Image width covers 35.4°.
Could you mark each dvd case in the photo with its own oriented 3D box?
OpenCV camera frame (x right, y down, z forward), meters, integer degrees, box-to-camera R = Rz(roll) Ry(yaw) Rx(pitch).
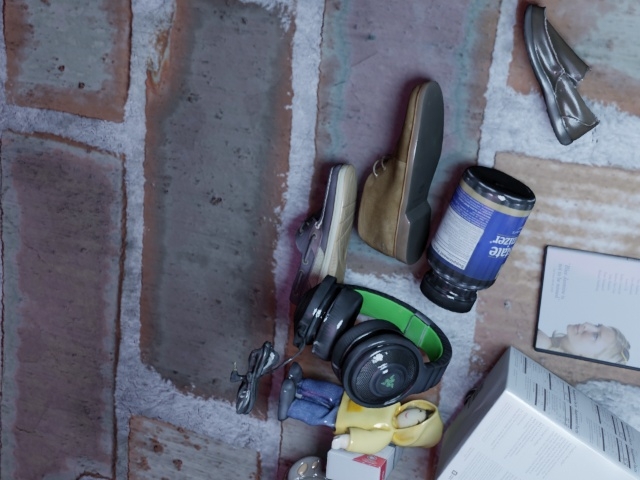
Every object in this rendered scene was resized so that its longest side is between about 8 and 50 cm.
[{"bbox_3d":[0.471,0.114,1.581,0.253,0.022,0.180,9,107,21],"label":"dvd case"}]

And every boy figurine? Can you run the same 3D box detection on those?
[{"bbox_3d":[0.069,0.302,1.725,0.285,0.177,0.092,14,123,13],"label":"boy figurine"}]

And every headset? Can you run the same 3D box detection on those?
[{"bbox_3d":[0.035,0.180,1.588,0.243,0.394,0.185,39,115,35],"label":"headset"}]

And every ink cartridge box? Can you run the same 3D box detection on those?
[{"bbox_3d":[0.081,0.376,1.761,0.099,0.135,0.056,13,112,21],"label":"ink cartridge box"}]

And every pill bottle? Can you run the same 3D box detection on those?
[{"bbox_3d":[0.243,0.001,1.596,0.122,0.123,0.219,29,114,15],"label":"pill bottle"}]

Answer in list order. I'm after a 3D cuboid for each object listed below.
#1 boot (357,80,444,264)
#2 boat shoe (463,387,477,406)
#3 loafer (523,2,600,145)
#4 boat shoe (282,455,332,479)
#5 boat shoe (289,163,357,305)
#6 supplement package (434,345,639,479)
[{"bbox_3d":[0.126,-0.117,1.633,0.115,0.112,0.305,21,114,29],"label":"boot"},{"bbox_3d":[0.308,0.282,1.689,0.133,0.042,0.049,8,104,20],"label":"boat shoe"},{"bbox_3d":[0.363,-0.256,1.508,0.078,0.080,0.220,-18,101,17],"label":"loafer"},{"bbox_3d":[0.059,0.518,1.834,0.324,0.123,0.116,46,151,-3],"label":"boat shoe"},{"bbox_3d":[0.000,0.000,1.718,0.092,0.103,0.285,15,115,15],"label":"boat shoe"},{"bbox_3d":[0.347,0.342,1.568,0.262,0.198,0.199,34,108,3],"label":"supplement package"}]
